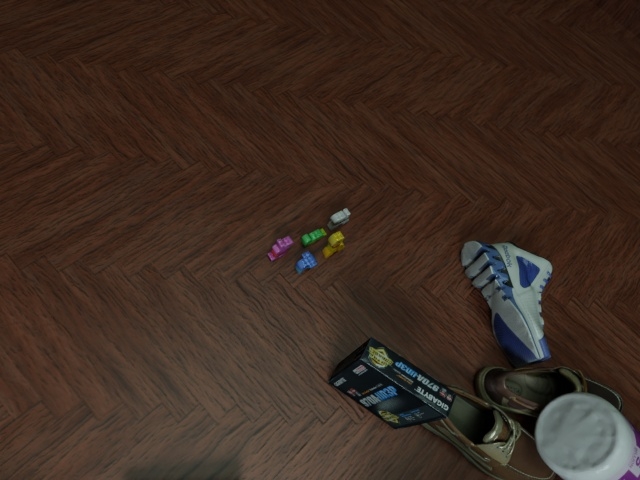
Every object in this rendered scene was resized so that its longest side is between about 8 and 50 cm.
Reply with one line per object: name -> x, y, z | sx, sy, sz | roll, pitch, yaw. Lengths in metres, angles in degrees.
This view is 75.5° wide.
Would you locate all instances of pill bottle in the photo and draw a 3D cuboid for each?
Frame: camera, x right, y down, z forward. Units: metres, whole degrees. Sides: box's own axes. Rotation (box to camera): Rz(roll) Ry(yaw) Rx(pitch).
pill bottle -> 0.578, 0.444, 0.808 | 0.301, 0.169, 0.169 | 40, 62, -17

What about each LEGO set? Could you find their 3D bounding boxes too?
LEGO set -> 0.000, 0.000, 0.958 | 0.227, 0.093, 0.087 | -29, 75, -23

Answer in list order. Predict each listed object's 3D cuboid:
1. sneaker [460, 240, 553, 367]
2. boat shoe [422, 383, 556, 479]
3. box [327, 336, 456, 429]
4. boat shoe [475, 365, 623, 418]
sneaker -> 0.489, 0.125, 0.991 | 0.182, 0.127, 0.315 | -12, 67, -15
boat shoe -> 0.339, 0.394, 0.837 | 0.324, 0.116, 0.123 | 27, 63, 1
box -> 0.124, 0.279, 0.785 | 0.175, 0.220, 0.051 | 34, 58, 4
boat shoe -> 0.523, 0.336, 0.902 | 0.342, 0.123, 0.123 | 14, 63, -6
